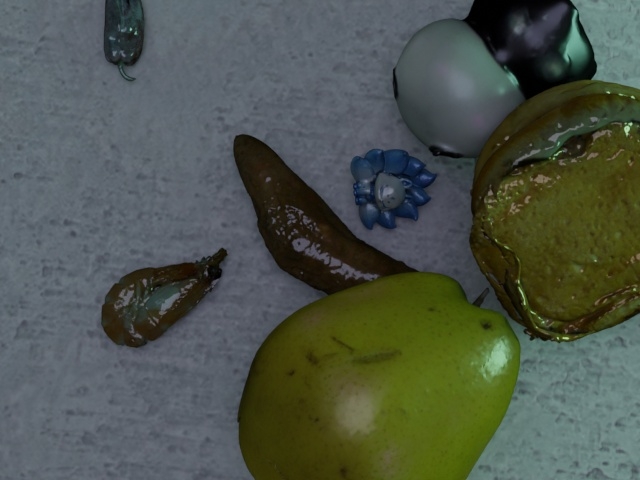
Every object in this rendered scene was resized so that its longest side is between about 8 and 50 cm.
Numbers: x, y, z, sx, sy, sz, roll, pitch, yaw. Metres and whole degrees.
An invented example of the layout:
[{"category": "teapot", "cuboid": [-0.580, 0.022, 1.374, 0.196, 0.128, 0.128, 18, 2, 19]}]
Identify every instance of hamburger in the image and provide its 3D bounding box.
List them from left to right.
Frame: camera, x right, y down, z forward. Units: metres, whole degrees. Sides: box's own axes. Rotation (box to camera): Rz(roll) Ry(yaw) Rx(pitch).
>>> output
[{"category": "hamburger", "cuboid": [0.307, -0.038, 1.684, 0.319, 0.158, 0.318, -5, 112, -13]}]

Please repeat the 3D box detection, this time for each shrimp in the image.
[{"category": "shrimp", "cuboid": [-0.194, 0.065, 1.794, 0.184, 0.043, 0.091, -29, 78, -1]}]

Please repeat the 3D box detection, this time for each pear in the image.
[{"category": "pear", "cuboid": [0.068, 0.191, 1.655, 0.336, 0.285, 0.284, -15, 82, -9]}]

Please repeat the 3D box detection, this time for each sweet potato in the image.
[{"category": "sweet potato", "cuboid": [-0.001, 0.004, 1.773, 0.341, 0.092, 0.114, 39, 67, 6]}]

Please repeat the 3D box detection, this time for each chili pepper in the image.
[{"category": "chili pepper", "cuboid": [-0.254, -0.281, 1.846, 0.050, 0.041, 0.153, 8, 80, -39]}]

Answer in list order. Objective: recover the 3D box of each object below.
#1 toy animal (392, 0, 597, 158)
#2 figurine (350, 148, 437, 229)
[{"category": "toy animal", "cuboid": [0.203, -0.206, 1.753, 0.235, 0.165, 0.187, -37, 78, -1]}, {"category": "figurine", "cuboid": [0.094, -0.068, 1.780, 0.114, 0.079, 0.114, 1, 108, 3]}]
